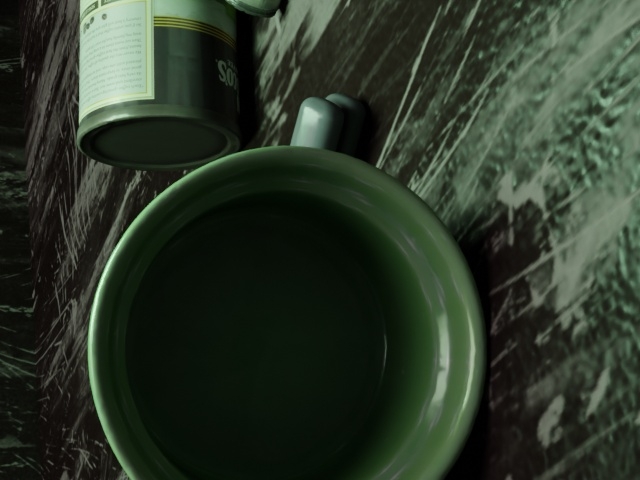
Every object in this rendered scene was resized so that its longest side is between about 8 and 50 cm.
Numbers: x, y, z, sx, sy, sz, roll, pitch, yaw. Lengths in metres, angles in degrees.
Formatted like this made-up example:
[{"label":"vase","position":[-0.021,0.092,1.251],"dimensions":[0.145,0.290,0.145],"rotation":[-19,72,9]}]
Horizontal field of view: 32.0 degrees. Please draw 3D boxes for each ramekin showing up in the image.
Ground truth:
[{"label":"ramekin","position":[-0.036,0.085,0.887],"dimensions":[0.148,0.304,0.303],"rotation":[164,108,-73]}]

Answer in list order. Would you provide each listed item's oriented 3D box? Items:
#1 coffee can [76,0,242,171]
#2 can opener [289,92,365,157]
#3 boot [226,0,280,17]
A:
[{"label":"coffee can","position":[-0.202,-0.247,1.401],"dimensions":[0.201,0.202,0.275],"rotation":[149,121,-61]},{"label":"can opener","position":[0.000,0.000,1.108],"dimensions":[0.095,0.076,0.283],"rotation":[29,117,28]},{"label":"boot","position":[-0.072,-0.394,1.291],"dimensions":[0.161,0.084,0.246],"rotation":[-48,45,45]}]
